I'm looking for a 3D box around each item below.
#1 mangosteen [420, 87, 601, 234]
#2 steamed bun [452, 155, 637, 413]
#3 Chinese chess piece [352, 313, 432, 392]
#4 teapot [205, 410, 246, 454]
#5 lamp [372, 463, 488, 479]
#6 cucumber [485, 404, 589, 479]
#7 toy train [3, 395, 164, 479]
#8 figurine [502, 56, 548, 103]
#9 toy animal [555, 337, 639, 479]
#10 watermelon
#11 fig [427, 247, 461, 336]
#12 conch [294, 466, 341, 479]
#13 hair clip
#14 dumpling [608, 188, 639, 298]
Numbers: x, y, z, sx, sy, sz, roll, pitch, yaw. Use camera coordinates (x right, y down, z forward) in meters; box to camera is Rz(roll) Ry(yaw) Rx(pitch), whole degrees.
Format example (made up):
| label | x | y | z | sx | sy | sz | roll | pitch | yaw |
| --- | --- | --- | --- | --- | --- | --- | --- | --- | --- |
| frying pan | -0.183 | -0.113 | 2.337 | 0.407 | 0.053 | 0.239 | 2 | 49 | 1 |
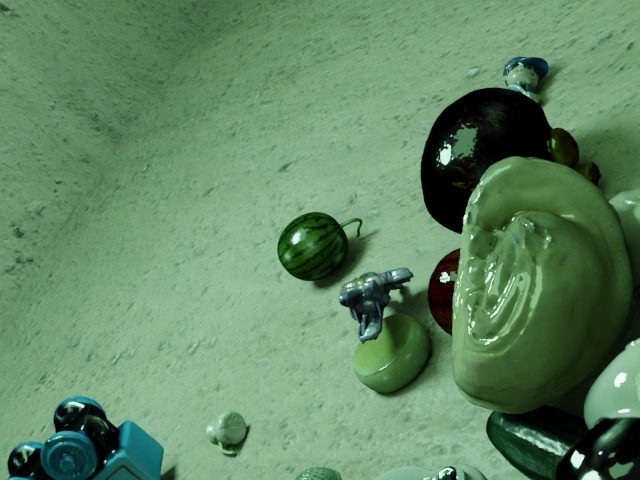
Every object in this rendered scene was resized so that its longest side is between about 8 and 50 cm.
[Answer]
| label | x | y | z | sx | sy | sz | roll | pitch | yaw |
| --- | --- | --- | --- | --- | --- | --- | --- | --- | --- |
| mangosteen | 0.324 | -0.127 | 1.801 | 0.302 | 0.275 | 0.275 | 11 | 54 | 21 |
| steamed bun | 0.307 | 0.062 | 1.438 | 0.248 | 0.352 | 0.339 | 5 | 69 | 8 |
| Chinese chess piece | 0.123 | 0.195 | 1.815 | 0.144 | 0.058 | 0.144 | -36 | 26 | 21 |
| teapot | -0.181 | 0.371 | 2.013 | 0.064 | 0.064 | 0.083 | -29 | 61 | 44 |
| lamp | 0.138 | 0.395 | 1.452 | 0.246 | 0.108 | 0.179 | -29 | 35 | 27 |
| cucumber | 0.303 | 0.273 | 1.441 | 0.115 | 0.063 | 0.244 | -53 | 26 | -15 |
| toy train | -0.462 | 0.469 | 2.041 | 0.300 | 0.265 | 0.188 | -42 | 17 | 11 |
| figurine | 0.405 | -0.304 | 2.103 | 0.087 | 0.086 | 0.149 | 100 | -178 | -60 |
| toy animal | 0.390 | 0.248 | 1.206 | 0.213 | 0.212 | 0.266 | -4 | 45 | 54 |
| watermelon | 0.000 | 0.000 | 2.178 | 0.187 | 0.140 | 0.140 | -37 | 27 | 8 |
| fig | 0.252 | 0.082 | 1.676 | 0.149 | 0.148 | 0.202 | -19 | 2 | -24 |
| conch | -0.009 | 0.399 | 1.722 | 0.076 | 0.056 | 0.085 | -8 | 44 | 33 |
| hair clip | 0.099 | 0.092 | 1.848 | 0.137 | 0.090 | 0.278 | -22 | 8 | 13 |
| dumpling | 0.456 | 0.018 | 1.502 | 0.172 | 0.142 | 0.247 | -63 | 1 | -30 |
